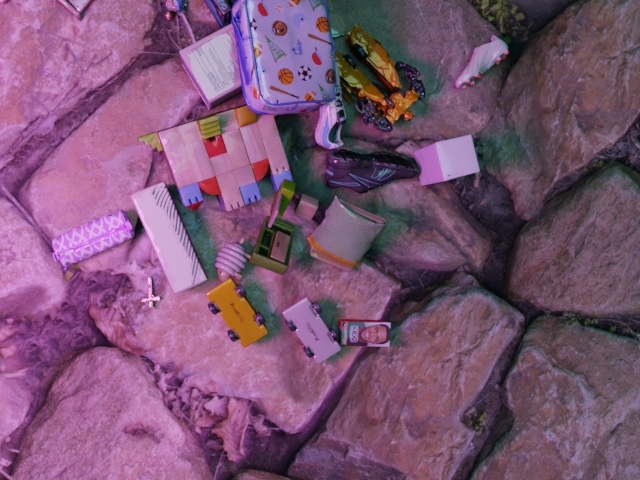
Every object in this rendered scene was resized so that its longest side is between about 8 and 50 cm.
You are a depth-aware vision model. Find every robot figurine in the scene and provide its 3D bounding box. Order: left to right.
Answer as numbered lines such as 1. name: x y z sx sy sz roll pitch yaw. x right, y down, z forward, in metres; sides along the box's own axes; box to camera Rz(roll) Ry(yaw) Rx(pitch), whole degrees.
1. robot figurine: 0.149 -0.438 1.614 0.211 0.085 0.291 -45 97 -6

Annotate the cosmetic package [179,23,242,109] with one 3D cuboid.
1. cosmetic package: -0.201 -0.483 1.530 0.296 0.129 0.153 -30 97 -9

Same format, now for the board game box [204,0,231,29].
1. board game box: -0.293 -0.648 1.512 0.026 0.126 0.186 -34 96 -8

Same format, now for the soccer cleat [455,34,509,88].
1. soccer cleat: 0.452 -0.509 1.680 0.196 0.068 0.076 -39 82 -8

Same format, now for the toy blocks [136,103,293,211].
1. toy blocks: -0.241 -0.198 1.518 0.382 0.191 0.260 -21 107 -16

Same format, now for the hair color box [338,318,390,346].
1. hair color box: 0.123 0.259 1.642 0.141 0.043 0.071 2 90 -11

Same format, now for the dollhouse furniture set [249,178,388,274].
1. dollhouse furniture set: 0.000 0.000 1.519 0.302 0.151 0.197 22 132 -11

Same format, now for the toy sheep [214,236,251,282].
1. toy sheep: -0.232 0.051 1.557 0.091 0.091 0.132 30 71 -9

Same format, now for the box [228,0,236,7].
1. box: -0.175 -0.700 1.562 0.184 0.045 0.190 -26 86 -11

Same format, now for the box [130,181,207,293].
1. box: -0.389 -0.007 1.515 0.094 0.113 0.275 -24 96 -10

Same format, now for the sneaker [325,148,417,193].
1. sneaker: 0.138 -0.189 1.626 0.268 0.101 0.106 3 119 -16

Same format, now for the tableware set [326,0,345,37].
1. tableware set: -0.019 -0.610 1.614 0.169 0.020 0.141 -22 94 -9

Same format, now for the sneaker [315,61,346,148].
1. sneaker: 0.035 -0.359 1.557 0.086 0.085 0.237 18 123 28

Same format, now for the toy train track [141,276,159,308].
1. toy train track: -0.451 0.138 1.555 0.048 0.014 0.083 -4 86 -3

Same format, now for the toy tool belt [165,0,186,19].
1. toy tool belt: -0.376 -0.619 1.536 0.051 0.052 0.083 9 90 -2

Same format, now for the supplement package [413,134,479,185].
1. supplement package: 0.341 -0.217 1.602 0.105 0.179 0.105 -14 94 -9

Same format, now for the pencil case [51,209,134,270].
1. pencil case: -0.580 -0.006 1.492 0.206 0.088 0.086 -27 98 -9

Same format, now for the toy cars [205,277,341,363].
1. toy cars: -0.124 0.210 1.580 0.394 0.087 0.176 16 100 -14

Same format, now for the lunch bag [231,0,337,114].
1. lunch bag: -0.092 -0.459 1.405 0.243 0.115 0.303 -11 93 -26

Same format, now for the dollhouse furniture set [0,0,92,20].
1. dollhouse furniture set: -0.657 -0.661 1.424 0.356 0.174 0.303 38 85 -8
